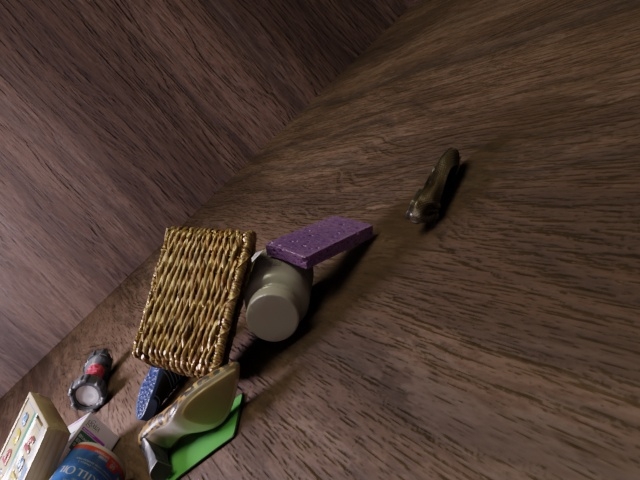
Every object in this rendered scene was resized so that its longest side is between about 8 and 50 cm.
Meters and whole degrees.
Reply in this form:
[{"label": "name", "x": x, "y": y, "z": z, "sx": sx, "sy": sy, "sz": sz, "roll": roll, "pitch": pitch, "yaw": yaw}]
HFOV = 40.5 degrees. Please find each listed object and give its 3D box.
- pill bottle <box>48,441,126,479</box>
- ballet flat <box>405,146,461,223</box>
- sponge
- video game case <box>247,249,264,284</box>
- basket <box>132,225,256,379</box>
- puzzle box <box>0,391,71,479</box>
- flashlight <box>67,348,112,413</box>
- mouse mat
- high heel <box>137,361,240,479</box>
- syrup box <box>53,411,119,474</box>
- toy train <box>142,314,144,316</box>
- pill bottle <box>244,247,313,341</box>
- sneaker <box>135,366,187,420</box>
[{"label": "pill bottle", "x": -0.472, "y": 0.501, "z": 1.639, "sx": 0.124, "sy": 0.124, "sz": 0.221, "roll": -31, "pitch": 19, "yaw": 36}, {"label": "ballet flat", "x": 0.233, "y": -0.104, "z": 1.696, "sx": 0.250, "sy": 0.058, "sz": 0.084, "roll": -51, "pitch": -19, "yaw": -50}, {"label": "sponge", "x": 0.000, "y": 0.000, "z": 1.785, "sx": 0.117, "sy": 0.031, "sz": 0.210, "roll": 16, "pitch": 29, "yaw": 40}, {"label": "video game case", "x": -0.250, "y": 0.126, "z": 2.296, "sx": 0.210, "sy": 0.042, "sz": 0.232, "roll": -51, "pitch": 17, "yaw": -30}, {"label": "basket", "x": -0.208, "y": 0.138, "z": 1.776, "sx": 0.223, "sy": 0.213, "sz": 0.299, "roll": 3, "pitch": 72, "yaw": 30}, {"label": "puzzle box", "x": -0.643, "y": 0.534, "z": 1.777, "sx": 0.272, "sy": 0.052, "sz": 0.408, "roll": 11, "pitch": 76, "yaw": 64}, {"label": "flashlight", "x": -0.641, "y": 0.386, "z": 2.457, "sx": 0.103, "sy": 0.103, "sz": 0.304, "roll": -16, "pitch": 14, "yaw": -2}, {"label": "mouse mat", "x": -0.216, "y": 0.367, "z": 1.590, "sx": 0.190, "sy": 0.007, "sz": 0.152, "roll": -40, "pitch": 15, "yaw": 15}, {"label": "high heel", "x": -0.252, "y": 0.309, "z": 1.636, "sx": 0.261, "sy": 0.093, "sz": 0.186, "roll": -52, "pitch": 21, "yaw": -1}, {"label": "syrup box", "x": -0.551, "y": 0.499, "z": 1.903, "sx": 0.096, "sy": 0.093, "sz": 0.237, "roll": -34, "pitch": 16, "yaw": 34}, {"label": "toy train", "x": -0.432, "y": 0.199, "z": 2.502, "sx": 0.105, "sy": 0.080, "sz": 0.184, "roll": -13, "pitch": 29, "yaw": 45}, {"label": "pill bottle", "x": -0.085, "y": 0.106, "z": 1.746, "sx": 0.131, "sy": 0.131, "sz": 0.229, "roll": -38, "pitch": 15, "yaw": 16}, {"label": "sneaker", "x": -0.341, "y": 0.306, "z": 1.969, "sx": 0.081, "sy": 0.090, "sz": 0.232, "roll": -19, "pitch": 48, "yaw": 54}]
